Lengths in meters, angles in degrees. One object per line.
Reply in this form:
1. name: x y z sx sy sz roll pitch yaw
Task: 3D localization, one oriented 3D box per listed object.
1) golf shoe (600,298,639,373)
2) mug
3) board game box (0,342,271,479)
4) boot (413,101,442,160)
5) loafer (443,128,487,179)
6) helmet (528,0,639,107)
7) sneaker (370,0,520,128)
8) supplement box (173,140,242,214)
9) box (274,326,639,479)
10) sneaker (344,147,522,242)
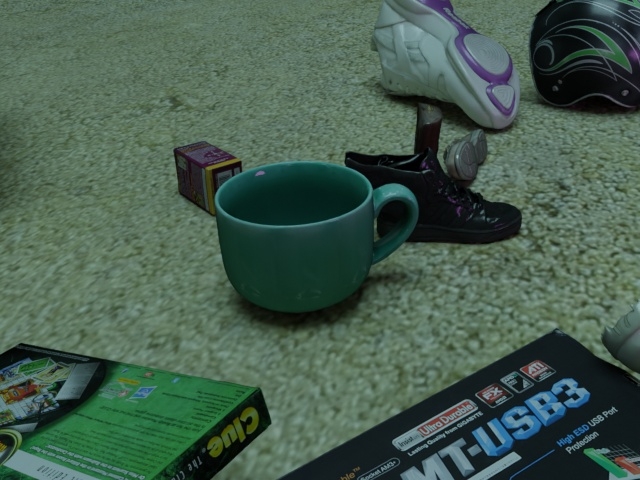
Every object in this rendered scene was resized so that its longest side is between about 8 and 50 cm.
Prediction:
1. golf shoe: 0.247 0.081 0.430 0.176 0.069 0.086 16 35 -24
2. mug: -0.007 0.003 0.618 0.157 0.097 0.129 9 31 21
3. board game box: -0.167 0.117 0.438 0.259 0.030 0.136 1 23 41
4. boot: 0.113 -0.097 0.765 0.037 0.114 0.106 2 30 9
5. loafer: 0.160 -0.095 0.841 0.039 0.045 0.125 -8 17 29
6. helmet: 0.384 -0.262 1.001 0.161 0.169 0.169 -2 24 41
7. sneaker: 0.170 -0.242 1.044 0.114 0.152 0.305 -1 46 -34
8. supplement box: -0.123 -0.070 0.809 0.043 0.055 0.083 -21 34 -31
9. box: 0.109 0.183 0.308 0.295 0.073 0.293 -21 33 -27
10. sneaker: 0.109 -0.046 0.702 0.170 0.089 0.051 -2 29 4
